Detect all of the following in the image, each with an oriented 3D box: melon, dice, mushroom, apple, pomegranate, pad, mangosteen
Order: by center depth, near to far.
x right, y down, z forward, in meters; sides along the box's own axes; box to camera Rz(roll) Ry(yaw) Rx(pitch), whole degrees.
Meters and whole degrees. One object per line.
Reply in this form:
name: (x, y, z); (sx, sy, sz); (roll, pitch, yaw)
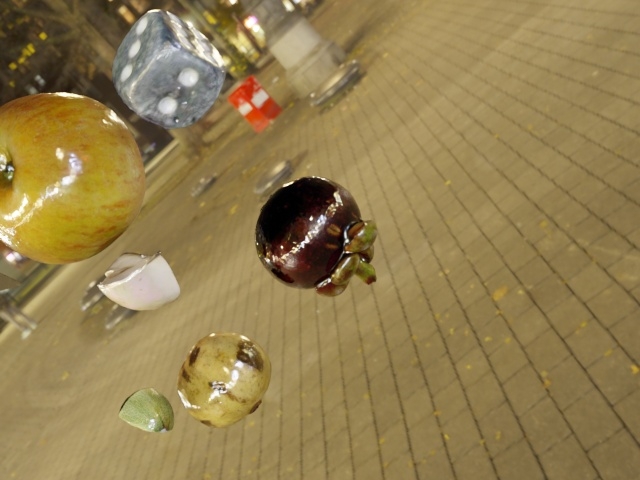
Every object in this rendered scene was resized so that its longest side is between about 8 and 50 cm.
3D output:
dice: (-0.323, -0.362, 1.503); (0.183, 0.181, 0.182); (-45, 47, 21)
apple: (-0.611, -0.141, 1.628); (0.400, 0.401, 0.333); (-32, -1, 32)
mangosteen: (0.000, 0.000, 1.825); (0.307, 0.346, 0.307); (-50, -17, -22)
melon: (-0.437, 0.450, 1.868); (0.128, 0.160, 0.079); (29, 96, 35)
mushroom: (-0.514, 0.143, 1.968); (0.162, 0.173, 0.236); (-41, 24, -32)
pomegranate: (-0.274, 0.392, 2.026); (0.281, 0.281, 0.281); (-39, 16, 13)
pad: (-1.053, 0.119, 2.144); (0.267, 0.181, 0.004); (-13, 57, 31)
